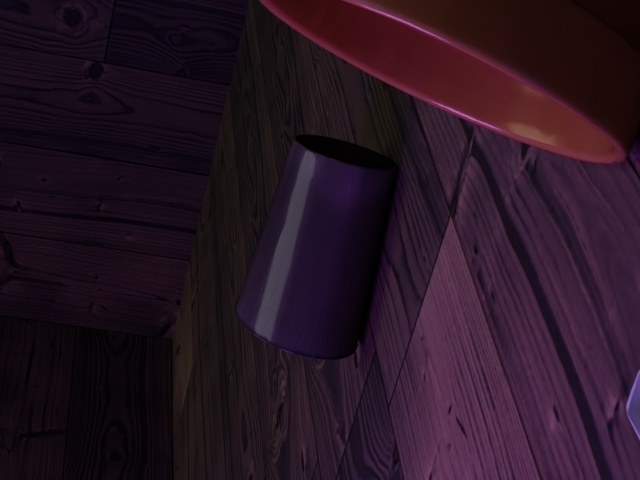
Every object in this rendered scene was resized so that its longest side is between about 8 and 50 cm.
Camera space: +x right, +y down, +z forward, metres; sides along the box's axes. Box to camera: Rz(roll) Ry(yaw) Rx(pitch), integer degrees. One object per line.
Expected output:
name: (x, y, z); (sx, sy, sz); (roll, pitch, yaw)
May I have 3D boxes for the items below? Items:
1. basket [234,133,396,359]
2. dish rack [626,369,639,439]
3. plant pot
basket: (0.000, 0.000, 1.733); (0.204, 0.154, 0.227); (-116, 40, -69)
dish rack: (0.241, 0.070, 0.680); (0.333, 0.072, 0.285); (-105, 27, -62)
plant pot: (0.124, -0.204, 1.021); (0.203, 0.291, 0.291); (-64, 11, -2)
